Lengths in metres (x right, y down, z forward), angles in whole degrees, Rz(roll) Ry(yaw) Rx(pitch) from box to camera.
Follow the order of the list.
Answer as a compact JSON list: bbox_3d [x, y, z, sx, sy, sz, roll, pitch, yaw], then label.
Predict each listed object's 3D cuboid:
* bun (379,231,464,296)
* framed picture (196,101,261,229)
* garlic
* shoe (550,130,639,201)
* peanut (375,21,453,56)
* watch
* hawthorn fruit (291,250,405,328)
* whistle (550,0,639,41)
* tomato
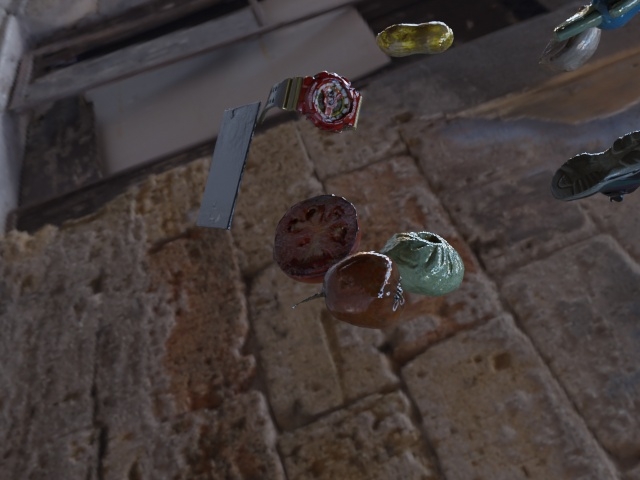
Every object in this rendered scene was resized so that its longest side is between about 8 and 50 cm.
[{"bbox_3d":[0.225,0.041,1.795,0.195,0.196,0.118,-110,-154,-68],"label":"bun"},{"bbox_3d":[-0.238,-0.188,2.055,0.244,0.013,0.323,7,-97,63],"label":"framed picture"},{"bbox_3d":[0.635,-0.494,2.010,0.087,0.195,0.101,10,35,-38],"label":"garlic"},{"bbox_3d":[0.437,-0.092,1.220,0.099,0.169,0.071,47,22,-46],"label":"shoe"},{"bbox_3d":[0.249,-0.531,2.136,0.087,0.207,0.087,2,90,-69],"label":"peanut"},{"bbox_3d":[-0.021,-0.242,1.506,0.268,0.165,0.102,177,-74,-78],"label":"watch"},{"bbox_3d":[0.063,0.079,1.445,0.149,0.189,0.149,19,90,-81],"label":"hawthorn fruit"},{"bbox_3d":[0.469,-0.366,1.236,0.077,0.236,0.114,59,9,-16],"label":"whistle"},{"bbox_3d":[0.002,0.002,1.855,0.085,0.225,0.224,44,20,-50],"label":"tomato"}]
